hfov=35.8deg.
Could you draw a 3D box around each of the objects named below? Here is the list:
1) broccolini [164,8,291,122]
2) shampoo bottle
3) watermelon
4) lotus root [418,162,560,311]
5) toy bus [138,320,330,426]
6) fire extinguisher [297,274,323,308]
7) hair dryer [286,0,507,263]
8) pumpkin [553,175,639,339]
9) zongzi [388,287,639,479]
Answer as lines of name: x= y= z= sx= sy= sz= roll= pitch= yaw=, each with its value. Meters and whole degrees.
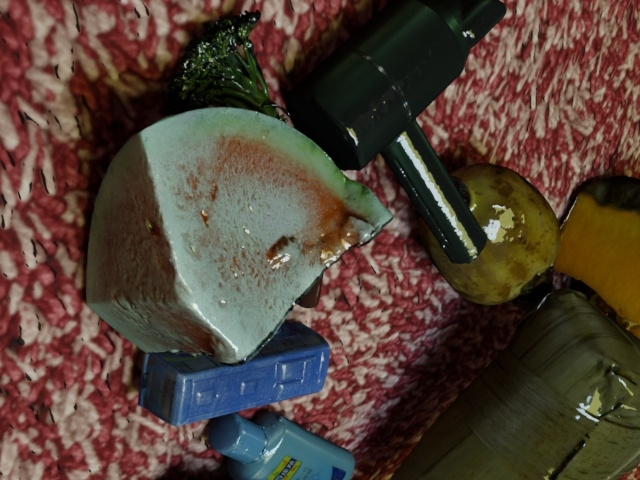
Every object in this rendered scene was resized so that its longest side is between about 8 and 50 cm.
broccolini: x=-0.087 y=-0.100 z=1.017 sx=0.123 sy=0.062 sz=0.271 roll=-28 pitch=136 yaw=-15
shampoo bottle: x=-0.053 y=0.283 z=1.284 sx=0.104 sy=0.061 sz=0.258 roll=-51 pitch=139 yaw=0
watermelon: x=-0.089 y=0.001 z=0.929 sx=0.319 sy=0.214 sz=0.289 roll=-19 pitch=141 yaw=2
lotus root: x=0.219 y=-0.012 z=1.296 sx=0.169 sy=0.141 sz=0.314 roll=-41 pitch=139 yaw=6
toy bus: x=-0.092 y=0.152 z=1.135 sx=0.236 sy=0.094 sz=0.079 roll=-6 pitch=119 yaw=-42
fire extinguisher: x=0.000 y=0.000 z=1.175 sx=0.049 sy=0.035 sz=0.173 roll=-14 pitch=127 yaw=-34
hair dryer: x=0.134 y=-0.122 z=1.113 sx=0.244 sy=0.116 sz=0.302 roll=-42 pitch=117 yaw=-15
pumpkin: x=0.511 y=0.050 z=1.578 sx=0.256 sy=0.225 sz=0.303 roll=-43 pitch=144 yaw=-9
zongzi: x=0.336 y=0.348 z=1.458 sx=0.467 sy=0.218 sz=0.500 roll=30 pitch=108 yaw=-40
